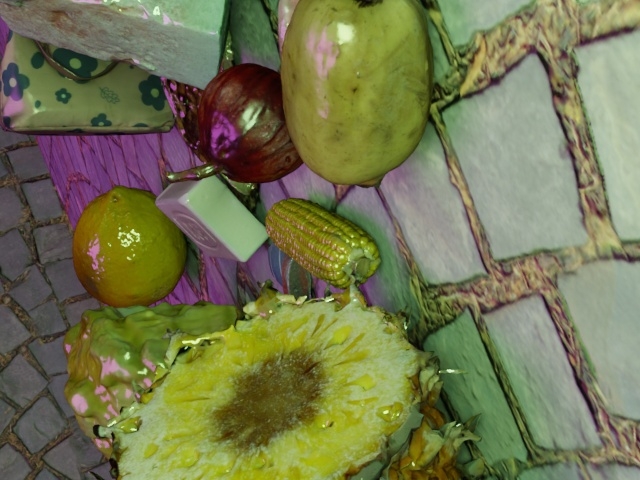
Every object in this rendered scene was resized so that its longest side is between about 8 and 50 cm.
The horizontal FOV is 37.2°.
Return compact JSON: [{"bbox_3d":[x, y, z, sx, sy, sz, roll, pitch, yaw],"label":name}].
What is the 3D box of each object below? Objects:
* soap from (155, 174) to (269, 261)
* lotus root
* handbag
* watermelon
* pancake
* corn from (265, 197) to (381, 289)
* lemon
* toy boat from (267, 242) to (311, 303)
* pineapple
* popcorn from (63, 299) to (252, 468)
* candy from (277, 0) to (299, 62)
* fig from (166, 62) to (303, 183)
[{"bbox_3d":[-0.149,-0.034,1.299,0.121,0.064,0.183,47,166,-16],"label":"soap"},{"bbox_3d":[0.030,-0.112,0.731,0.118,0.125,0.220,36,149,33],"label":"lotus root"},{"bbox_3d":[-0.353,-0.253,1.422,0.190,0.252,0.193,-162,70,-66],"label":"handbag"},{"bbox_3d":[-0.237,-0.290,1.027,0.387,0.258,0.228,29,121,51],"label":"watermelon"},{"bbox_3d":[-0.158,-0.206,1.227,0.212,0.056,0.257,34,133,47],"label":"pancake"},{"bbox_3d":[0.000,0.000,0.993,0.207,0.068,0.068,32,138,62],"label":"corn"},{"bbox_3d":[-0.340,0.017,1.696,0.204,0.204,0.260,50,152,43],"label":"lemon"},{"bbox_3d":[-0.051,0.031,1.204,0.122,0.034,0.096,-142,43,-58],"label":"toy boat"},{"bbox_3d":[-0.008,0.229,0.871,0.352,0.352,0.300,46,166,48],"label":"pineapple"},{"bbox_3d":[-0.218,0.232,1.394,0.334,0.294,0.292,-9,80,46],"label":"popcorn"},{"bbox_3d":[-0.006,-0.183,0.804,0.103,0.043,0.103,7,-90,-80],"label":"candy"},{"bbox_3d":[-0.080,-0.119,0.973,0.128,0.150,0.128,23,118,54],"label":"fig"}]
